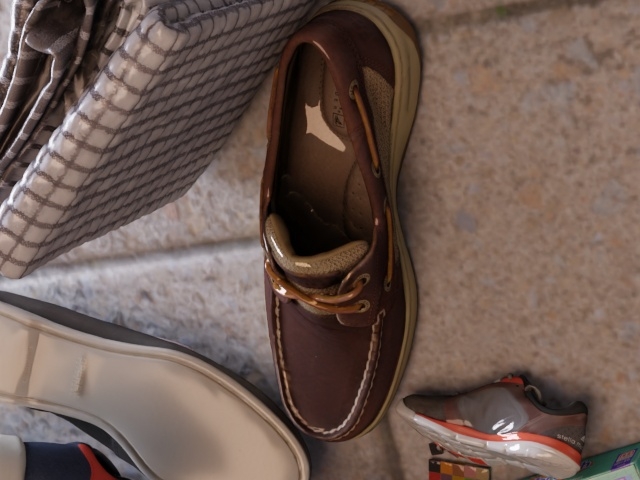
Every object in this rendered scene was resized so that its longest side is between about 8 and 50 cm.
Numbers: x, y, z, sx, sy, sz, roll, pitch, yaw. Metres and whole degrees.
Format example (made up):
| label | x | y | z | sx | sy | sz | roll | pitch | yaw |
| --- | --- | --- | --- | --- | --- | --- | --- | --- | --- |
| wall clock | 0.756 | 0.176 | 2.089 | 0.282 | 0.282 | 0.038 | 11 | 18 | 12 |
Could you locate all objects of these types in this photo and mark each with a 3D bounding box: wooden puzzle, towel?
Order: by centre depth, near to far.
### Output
| label | x | y | z | sx | sy | sz | roll | pitch | yaw |
| --- | --- | --- | --- | --- | --- | --- | --- | --- | --- |
| towel | -0.137 | -0.113 | 1.348 | 0.121 | 0.283 | 0.235 | 41 | 119 | 9 |
| wooden puzzle | 0.107 | 0.192 | 1.498 | 0.049 | 0.006 | 0.083 | 7 | 110 | 23 |

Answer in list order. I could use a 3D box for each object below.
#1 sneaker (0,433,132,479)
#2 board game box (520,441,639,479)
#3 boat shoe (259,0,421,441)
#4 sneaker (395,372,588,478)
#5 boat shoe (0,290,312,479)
| label | x | y | z | sx | sy | sz | roll | pitch | yaw |
| --- | --- | --- | --- | --- | --- | --- | --- | --- | --- |
| sneaker | -0.218 | 0.220 | 1.535 | 0.148 | 0.350 | 0.131 | 12 | 83 | -13 |
| board game box | 0.210 | 0.269 | 1.449 | 0.160 | 0.047 | 0.210 | -21 | 98 | 27 |
| boat shoe | 0.000 | 0.000 | 1.413 | 0.123 | 0.123 | 0.342 | 15 | 113 | 21 |
| sneaker | 0.131 | 0.129 | 1.445 | 0.158 | 0.061 | 0.065 | 12 | 70 | 33 |
| boat shoe | -0.150 | 0.118 | 1.560 | 0.335 | 0.095 | 0.112 | 22 | 101 | 13 |
